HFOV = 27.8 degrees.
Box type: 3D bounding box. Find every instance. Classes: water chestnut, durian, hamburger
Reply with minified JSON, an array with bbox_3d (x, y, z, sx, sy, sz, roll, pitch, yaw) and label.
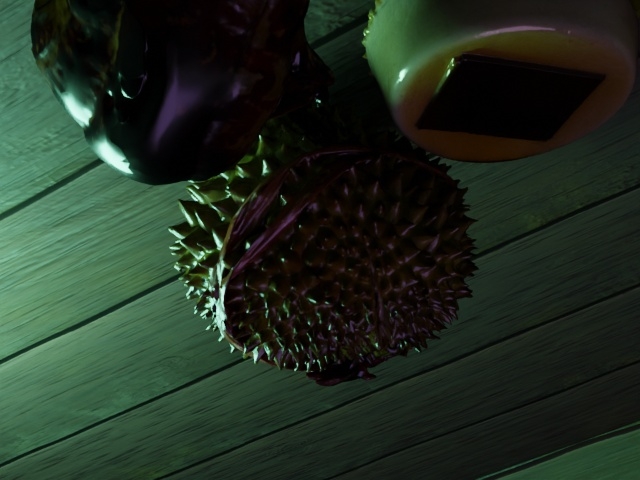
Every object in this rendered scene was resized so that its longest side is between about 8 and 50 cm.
[{"bbox_3d":[-0.129,-0.192,1.216,0.289,0.289,0.244,-39,170,40],"label":"water chestnut"},{"bbox_3d":[0.004,0.001,1.462,0.347,0.348,0.384,18,171,-38],"label":"durian"},{"bbox_3d":[0.192,-0.210,1.346,0.302,0.170,0.302,-4,152,-2],"label":"hamburger"}]
